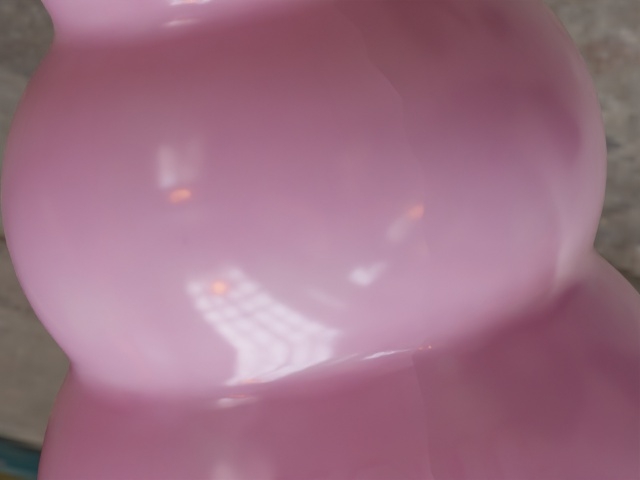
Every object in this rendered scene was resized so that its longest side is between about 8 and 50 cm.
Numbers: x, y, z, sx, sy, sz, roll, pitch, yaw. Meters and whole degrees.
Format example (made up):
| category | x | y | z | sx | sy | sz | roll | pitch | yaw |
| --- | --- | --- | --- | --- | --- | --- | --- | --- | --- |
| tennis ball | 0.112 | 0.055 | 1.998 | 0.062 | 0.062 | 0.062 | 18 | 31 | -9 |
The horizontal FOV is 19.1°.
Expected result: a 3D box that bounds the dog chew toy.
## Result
| category | x | y | z | sx | sy | sz | roll | pitch | yaw |
| --- | --- | --- | --- | --- | --- | --- | --- | --- | --- |
| dog chew toy | 0.000 | 0.000 | 0.562 | 0.206 | 0.332 | 0.206 | -11 | -167 | 3 |
